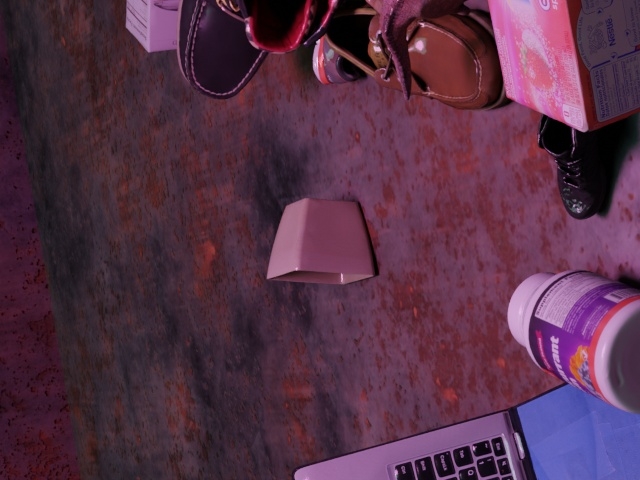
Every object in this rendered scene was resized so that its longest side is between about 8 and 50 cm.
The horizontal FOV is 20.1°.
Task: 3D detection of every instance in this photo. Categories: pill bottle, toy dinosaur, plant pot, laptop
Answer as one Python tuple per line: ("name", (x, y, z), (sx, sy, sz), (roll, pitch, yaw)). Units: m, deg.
("pill bottle", (0.258, 0.088, 1.698), (0.193, 0.108, 0.108), (-155, 59, -63))
("toy dinosaur", (0.118, -0.280, 1.756), (0.296, 0.127, 0.200), (-61, 6, 12))
("plant pot", (0.000, 0.000, 2.282), (0.109, 0.109, 0.096), (161, 111, -67))
("laptop", (0.180, 0.363, 1.844), (0.236, 0.407, 0.382), (36, -141, -74))

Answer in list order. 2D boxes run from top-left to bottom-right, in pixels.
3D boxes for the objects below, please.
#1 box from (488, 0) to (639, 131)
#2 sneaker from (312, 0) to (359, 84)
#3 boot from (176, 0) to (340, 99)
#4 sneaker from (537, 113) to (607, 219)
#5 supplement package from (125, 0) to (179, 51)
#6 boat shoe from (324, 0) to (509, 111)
("box", (0.224, -0.264, 1.514), (0.142, 0.154, 0.300), (34, 143, 59))
("sneaker", (0.030, -0.266, 2.187), (0.064, 0.061, 0.158), (11, 112, 37))
("boot", (-0.068, -0.292, 2.104), (0.377, 0.138, 0.284), (-61, 18, 24))
("sneaker", (0.233, -0.090, 1.699), (0.051, 0.089, 0.170), (17, 118, 31))
("supplement package", (-0.219, -0.381, 2.635), (0.105, 0.105, 0.179), (-132, 39, -52))
("boat shoe", (0.100, -0.201, 1.960), (0.307, 0.104, 0.111), (-150, 54, -61))
